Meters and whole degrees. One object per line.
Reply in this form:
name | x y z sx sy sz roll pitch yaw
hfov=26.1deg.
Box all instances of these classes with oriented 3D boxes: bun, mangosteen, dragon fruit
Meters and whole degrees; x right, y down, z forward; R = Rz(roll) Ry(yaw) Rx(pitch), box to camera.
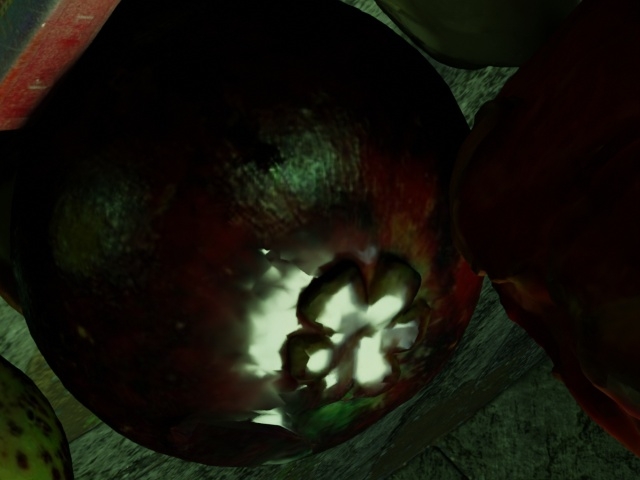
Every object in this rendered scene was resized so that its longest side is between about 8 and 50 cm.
bun | 0.060 -0.191 0.804 0.116 0.210 0.237 -36 -153 22
mangosteen | -0.047 -0.009 0.833 0.311 0.311 0.311 -37 162 -15
dragon fruit | 0.167 -0.093 0.613 0.228 0.286 0.329 -2 121 -39

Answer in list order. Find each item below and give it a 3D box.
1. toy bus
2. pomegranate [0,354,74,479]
toy bus | -0.136 -0.143 0.707 0.192 0.077 0.065 -49 164 25
pomegranate | -0.298 0.199 0.910 0.306 0.242 0.242 -46 162 29
